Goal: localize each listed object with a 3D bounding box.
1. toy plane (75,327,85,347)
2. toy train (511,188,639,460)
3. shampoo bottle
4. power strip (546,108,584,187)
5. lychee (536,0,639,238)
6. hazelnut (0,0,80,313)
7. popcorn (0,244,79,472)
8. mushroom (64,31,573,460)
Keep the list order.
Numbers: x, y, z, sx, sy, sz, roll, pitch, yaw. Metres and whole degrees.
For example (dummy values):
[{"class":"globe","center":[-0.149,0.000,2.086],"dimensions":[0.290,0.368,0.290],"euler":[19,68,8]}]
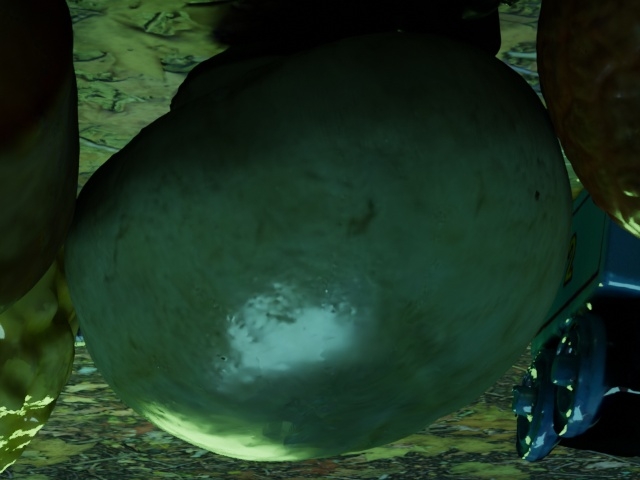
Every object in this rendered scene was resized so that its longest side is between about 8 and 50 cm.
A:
[{"class":"toy plane","center":[-0.216,0.037,1.813],"dimensions":[0.254,0.105,0.271],"euler":[-19,163,10]},{"class":"toy train","center":[0.285,0.072,1.656],"dimensions":[0.188,0.265,0.300],"euler":[11,162,-3]},{"class":"shampoo bottle","center":[0.039,-0.137,1.319],"dimensions":[0.098,0.071,0.309],"euler":[15,157,-36]},{"class":"power strip","center":[0.208,-0.077,1.570],"dimensions":[0.056,0.032,0.123],"euler":[-1,161,-2]},{"class":"lychee","center":[0.252,-0.109,1.136],"dimensions":[0.255,0.255,0.300],"euler":[0,-166,-2]},{"class":"hazelnut","center":[-0.307,-0.087,1.113],"dimensions":[0.365,0.366,0.366],"euler":[0,162,0]},{"class":"popcorn","center":[-0.362,0.054,1.467],"dimensions":[0.354,0.344,0.390],"euler":[-16,-154,-24]},{"class":"mushroom","center":[0.000,0.000,1.233],"dimensions":[0.352,0.260,0.352],"euler":[-12,151,-7]}]
